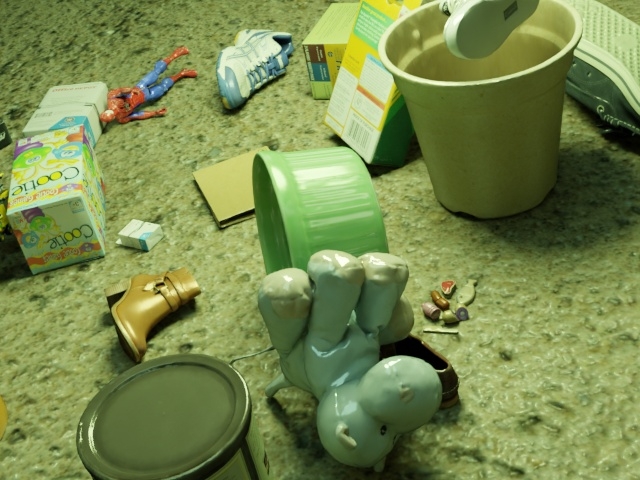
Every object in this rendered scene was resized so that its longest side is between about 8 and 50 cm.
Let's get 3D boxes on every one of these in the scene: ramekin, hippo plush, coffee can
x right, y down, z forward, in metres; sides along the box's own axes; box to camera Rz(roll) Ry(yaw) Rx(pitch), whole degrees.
[{"bbox_3d":[0.000,0.000,1.599,0.148,0.303,0.303,-11,35,-11],"label":"ramekin"},{"bbox_3d":[0.025,0.170,1.371,0.294,0.234,0.236,-34,48,9],"label":"hippo plush"},{"bbox_3d":[-0.152,0.304,1.246,0.201,0.275,0.201,-8,36,6],"label":"coffee can"}]

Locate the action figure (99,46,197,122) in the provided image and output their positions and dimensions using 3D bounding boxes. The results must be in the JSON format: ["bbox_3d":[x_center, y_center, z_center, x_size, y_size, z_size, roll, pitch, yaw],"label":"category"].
[{"bbox_3d":[-0.369,-0.337,2.328,0.139,0.091,0.280,11,42,43],"label":"action figure"}]

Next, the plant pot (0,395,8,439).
[{"bbox_3d":[-0.601,0.232,1.557,0.205,0.188,0.205,-9,36,6],"label":"plant pot"}]

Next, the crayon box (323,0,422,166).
[{"bbox_3d":[0.125,-0.328,1.975,0.083,0.323,0.203,3,27,-30],"label":"crayon box"}]

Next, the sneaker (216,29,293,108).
[{"bbox_3d":[-0.142,-0.398,2.325,0.131,0.112,0.296,-1,38,15],"label":"sneaker"}]

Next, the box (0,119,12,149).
[{"bbox_3d":[-0.865,-0.205,2.337,0.216,0.060,0.270,21,48,39],"label":"box"}]

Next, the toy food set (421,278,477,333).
[{"bbox_3d":[0.199,0.096,1.631,0.078,0.019,0.122,2,39,20],"label":"toy food set"}]

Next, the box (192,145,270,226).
[{"bbox_3d":[-0.147,-0.107,2.011,0.164,0.021,0.201,-21,37,-10],"label":"box"}]

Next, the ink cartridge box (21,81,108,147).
[{"bbox_3d":[-0.556,-0.266,2.301,0.139,0.082,0.191,-4,36,12],"label":"ink cartridge box"}]

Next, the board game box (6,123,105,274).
[{"bbox_3d":[-0.501,-0.085,1.989,0.144,0.142,0.275,-15,36,-2],"label":"board game box"}]

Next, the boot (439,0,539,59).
[{"bbox_3d":[0.240,-0.361,1.667,0.123,0.095,0.258,11,34,38],"label":"boot"}]

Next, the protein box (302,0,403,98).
[{"bbox_3d":[0.097,-0.412,2.246,0.201,0.136,0.200,3,38,22],"label":"protein box"}]

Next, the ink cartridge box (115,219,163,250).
[{"bbox_3d":[-0.341,-0.012,1.938,0.083,0.028,0.048,11,42,30],"label":"ink cartridge box"}]

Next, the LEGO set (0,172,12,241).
[{"bbox_3d":[-0.738,-0.079,1.906,0.331,0.192,0.255,-5,19,19],"label":"LEGO set"}]

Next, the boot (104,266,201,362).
[{"bbox_3d":[-0.268,0.111,1.718,0.152,0.073,0.197,-17,39,-12],"label":"boot"}]

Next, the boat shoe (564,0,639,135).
[{"bbox_3d":[0.583,-0.265,1.893,0.186,0.156,0.500,-23,48,-22],"label":"boat shoe"}]

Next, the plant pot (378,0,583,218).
[{"bbox_3d":[0.287,-0.219,1.784,0.333,0.305,0.334,-9,36,7],"label":"plant pot"}]

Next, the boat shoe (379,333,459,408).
[{"bbox_3d":[0.125,0.165,1.520,0.073,0.073,0.207,-35,40,-25],"label":"boat shoe"}]
